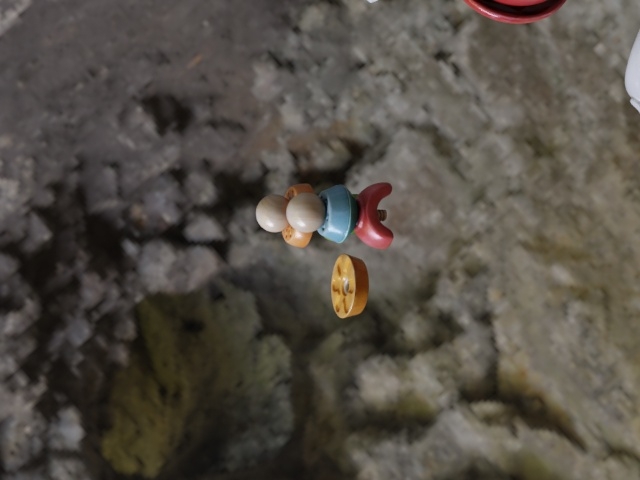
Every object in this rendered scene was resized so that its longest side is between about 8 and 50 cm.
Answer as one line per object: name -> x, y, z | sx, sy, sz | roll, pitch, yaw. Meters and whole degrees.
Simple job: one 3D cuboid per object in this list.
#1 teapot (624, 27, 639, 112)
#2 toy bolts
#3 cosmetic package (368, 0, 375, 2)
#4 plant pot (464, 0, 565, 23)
teapot -> 0.610, -0.292, 2.149 | 0.252, 0.187, 0.256 | -40, 150, -42
toy bolts -> 0.000, 0.000, 2.089 | 0.158, 0.218, 0.228 | 3, 164, -21
cosmetic package -> 0.050, -0.378, 1.244 | 0.225, 0.224, 0.138 | -45, 174, -39
plant pot -> 0.249, -0.381, 1.690 | 0.191, 0.191, 0.174 | -39, 168, -24
